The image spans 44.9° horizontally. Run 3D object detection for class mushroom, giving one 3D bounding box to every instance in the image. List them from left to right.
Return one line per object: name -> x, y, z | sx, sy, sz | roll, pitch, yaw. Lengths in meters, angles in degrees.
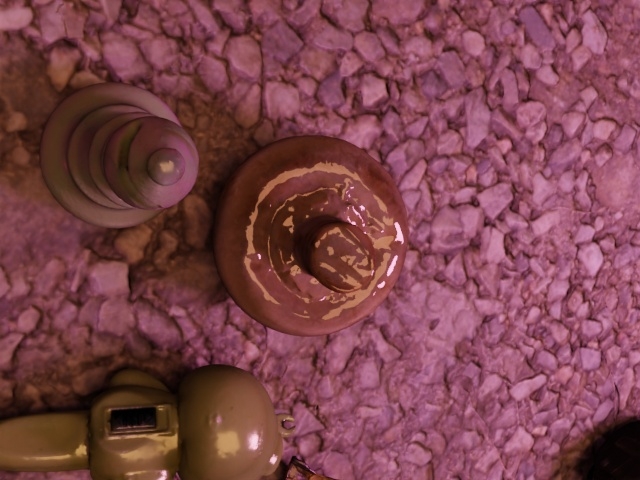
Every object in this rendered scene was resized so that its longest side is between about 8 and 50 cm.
mushroom -> 0.000, 0.000, 0.760 | 0.207, 0.215, 0.208 | -2, 98, -15

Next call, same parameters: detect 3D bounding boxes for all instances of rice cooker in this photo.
rice cooker -> 0.446, 0.316, 1.058 | 0.165, 0.112, 0.107 | -34, 115, -15

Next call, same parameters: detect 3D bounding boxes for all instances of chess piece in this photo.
chess piece -> -0.157, -0.069, 0.648 | 0.139, 0.271, 0.139 | -3, 98, -22

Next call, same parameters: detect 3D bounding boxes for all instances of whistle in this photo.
whistle -> -0.171, 0.201, 0.779 | 0.293, 0.141, 0.141 | -7, 101, -4

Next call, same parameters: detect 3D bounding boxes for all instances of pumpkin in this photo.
pumpkin -> -0.020, 0.302, 0.894 | 0.073, 0.035, 0.101 | 23, 91, -13
